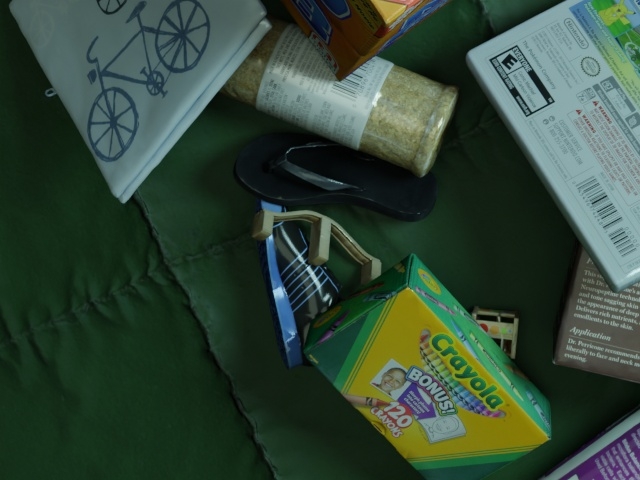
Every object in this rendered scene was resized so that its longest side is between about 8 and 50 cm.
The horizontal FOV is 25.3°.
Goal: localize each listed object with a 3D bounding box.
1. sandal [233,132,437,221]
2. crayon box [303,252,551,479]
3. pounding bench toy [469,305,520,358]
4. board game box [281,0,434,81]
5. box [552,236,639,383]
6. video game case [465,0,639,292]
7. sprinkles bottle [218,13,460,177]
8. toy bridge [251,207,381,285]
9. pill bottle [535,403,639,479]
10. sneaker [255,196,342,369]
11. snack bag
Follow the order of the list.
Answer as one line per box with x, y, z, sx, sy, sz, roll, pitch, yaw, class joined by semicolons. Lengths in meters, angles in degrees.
0.020;-0.088;1.763;0.254;0.054;0.097;8;64;2;sandal
0.133;0.168;1.737;0.165;0.081;0.278;-35;110;24;crayon box
0.213;0.129;1.784;0.065;0.052;0.083;5;100;9;pounding bench toy
0.078;-0.437;1.514;0.356;0.356;0.356;-37;92;-7;board game box
0.376;0.053;1.686;0.168;0.167;0.203;14;101;8;box
0.373;-0.147;1.609;0.300;0.036;0.329;-28;70;-4;video game case
-0.014;-0.194;1.736;0.355;0.121;0.121;23;102;5;sprinkles bottle
0.000;0.000;1.773;0.188;0.063;0.026;24;143;-28;toy bridge
0.412;0.282;1.716;0.301;0.169;0.169;-39;91;14;pill bottle
-0.023;0.044;1.805;0.090;0.081;0.232;-11;91;-11;sneaker
-0.231;-0.272;1.712;0.323;0.037;0.342;-48;62;30;snack bag
